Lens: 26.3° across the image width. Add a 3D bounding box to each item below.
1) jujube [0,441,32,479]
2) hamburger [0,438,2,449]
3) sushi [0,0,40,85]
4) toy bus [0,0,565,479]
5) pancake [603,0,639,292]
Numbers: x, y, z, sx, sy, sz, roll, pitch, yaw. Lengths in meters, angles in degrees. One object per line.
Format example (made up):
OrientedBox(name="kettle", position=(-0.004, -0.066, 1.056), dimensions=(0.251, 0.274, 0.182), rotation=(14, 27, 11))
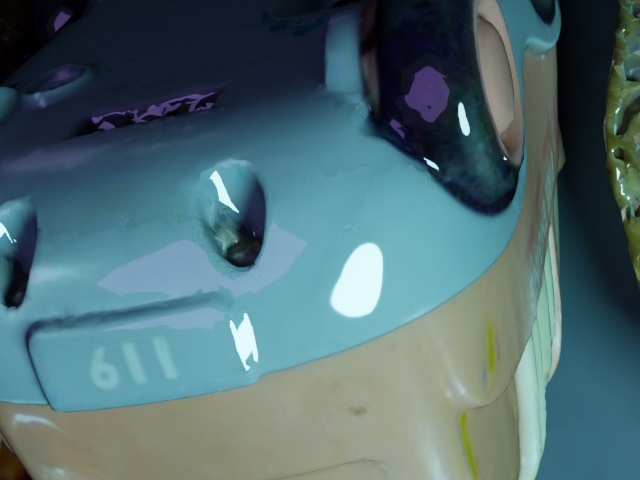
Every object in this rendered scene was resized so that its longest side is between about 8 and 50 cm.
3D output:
OrientedBox(name="jujube", position=(-0.191, 0.189, 0.636), dimensions=(0.276, 0.276, 0.377), rotation=(-52, 59, 27))
OrientedBox(name="hamburger", position=(-0.265, 0.083, 0.481), dimensions=(0.309, 0.132, 0.211), rotation=(17, 70, 27))
OrientedBox(name="sushi", position=(-0.206, -0.079, 0.639), dimensions=(0.153, 0.150, 0.172), rotation=(-30, 46, 38))
OrientedBox(name="toy bus", position=(0.000, 0.000, 0.483), dimensions=(0.194, 0.288, 0.232), rotation=(-12, 115, 20))
OrientedBox(name="pancake", position=(0.272, -0.050, 0.416), dimensions=(0.387, 0.082, 0.387), rotation=(4, 100, 27))
